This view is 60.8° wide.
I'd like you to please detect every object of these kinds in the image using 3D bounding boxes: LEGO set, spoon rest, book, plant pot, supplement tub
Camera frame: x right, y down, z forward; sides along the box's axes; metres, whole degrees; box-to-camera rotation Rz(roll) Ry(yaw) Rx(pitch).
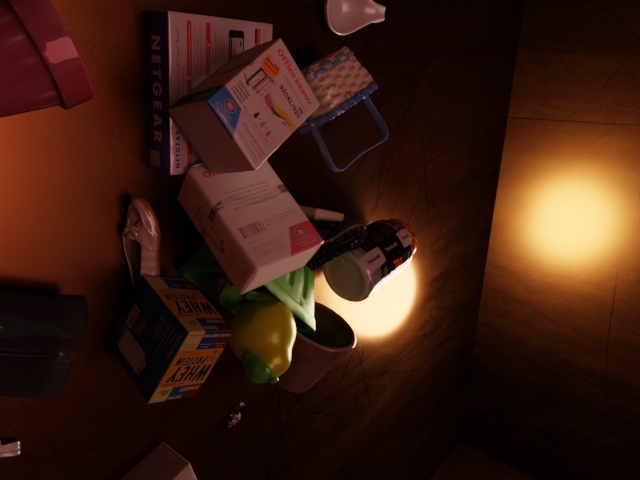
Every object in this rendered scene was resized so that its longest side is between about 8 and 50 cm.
[{"bbox_3d":[-0.258,0.540,1.682,0.054,0.023,0.083,19,89,-55],"label":"LEGO set"},{"bbox_3d":[0.107,-0.667,1.579,0.276,0.084,0.137,-23,123,-48],"label":"spoon rest"},{"bbox_3d":[-0.007,-0.087,1.676,0.144,0.096,0.035,3,102,-53],"label":"book"},{"bbox_3d":[-0.494,-0.284,0.865,0.180,0.201,0.201,-32,131,-21],"label":"plant pot"},{"bbox_3d":[0.183,0.056,1.900,0.338,0.207,0.207,-31,129,-42],"label":"supplement tub"},{"bbox_3d":[-0.050,0.346,1.710,0.263,0.263,0.229,-2,123,-53],"label":"plant pot"}]

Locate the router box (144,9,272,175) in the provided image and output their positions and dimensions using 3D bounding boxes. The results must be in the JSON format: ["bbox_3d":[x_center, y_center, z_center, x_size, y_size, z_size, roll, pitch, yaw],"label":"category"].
[{"bbox_3d":[-0.247,-0.336,1.251,0.301,0.082,0.335,-17,119,-49],"label":"router box"}]

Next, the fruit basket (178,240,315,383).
[{"bbox_3d":[-0.173,0.180,1.406,0.392,0.283,0.392,-8,99,-61],"label":"fruit basket"}]

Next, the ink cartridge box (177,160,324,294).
[{"bbox_3d":[-0.161,-0.049,1.248,0.207,0.283,0.117,-23,160,-40],"label":"ink cartridge box"}]

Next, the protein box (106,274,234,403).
[{"bbox_3d":[-0.341,0.218,1.228,0.136,0.201,0.200,11,114,-55],"label":"protein box"}]

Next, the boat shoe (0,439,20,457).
[{"bbox_3d":[-0.652,0.418,1.093,0.100,0.035,0.035,15,66,-51],"label":"boat shoe"}]

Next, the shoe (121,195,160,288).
[{"bbox_3d":[-0.398,0.010,1.208,0.058,0.076,0.219,-32,131,-49],"label":"shoe"}]

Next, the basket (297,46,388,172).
[{"bbox_3d":[0.055,-0.364,1.516,0.255,0.201,0.289,-38,102,-37],"label":"basket"}]

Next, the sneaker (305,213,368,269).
[{"bbox_3d":[0.000,0.000,1.733,0.283,0.124,0.107,-20,130,-19],"label":"sneaker"}]

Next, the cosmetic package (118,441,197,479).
[{"bbox_3d":[-0.446,0.651,1.391,0.238,0.127,0.107,-42,136,-37],"label":"cosmetic package"}]

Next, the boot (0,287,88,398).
[{"bbox_3d":[-0.588,0.088,0.920,0.445,0.146,0.367,27,93,-51],"label":"boot"}]

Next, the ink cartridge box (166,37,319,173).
[{"bbox_3d":[-0.157,-0.279,1.149,0.233,0.168,0.171,-51,123,-28],"label":"ink cartridge box"}]
